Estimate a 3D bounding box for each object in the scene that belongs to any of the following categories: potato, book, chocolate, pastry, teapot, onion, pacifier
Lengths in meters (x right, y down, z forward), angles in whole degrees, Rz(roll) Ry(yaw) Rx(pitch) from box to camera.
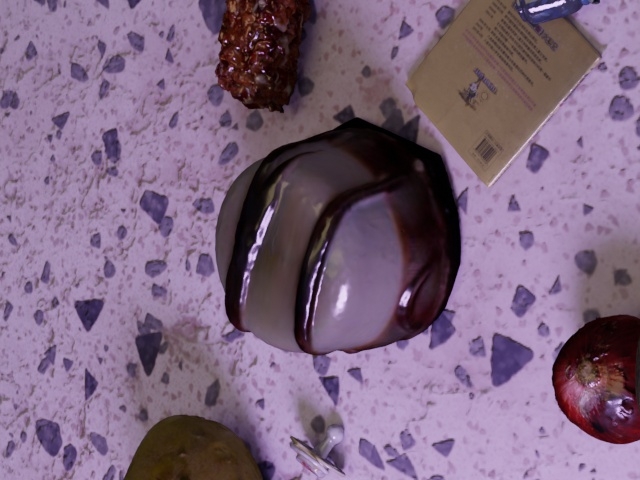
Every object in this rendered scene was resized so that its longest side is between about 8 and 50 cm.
[{"bbox_3d":[-0.149,0.365,1.630,0.210,0.173,0.307,-11,74,3],"label":"potato"},{"bbox_3d":[0.194,-0.183,1.459,0.192,0.013,0.168,-51,61,27],"label":"book"},{"bbox_3d":[0.000,0.000,1.509,0.283,0.186,0.284,-1,89,39],"label":"chocolate"},{"bbox_3d":[-0.068,-0.261,1.621,0.115,0.097,0.209,11,98,33],"label":"pastry"},{"bbox_3d":[0.248,-0.258,1.391,0.083,0.063,0.049,-12,112,21],"label":"teapot"},{"bbox_3d":[0.292,0.136,1.314,0.131,0.131,0.131,0,90,40],"label":"onion"},{"bbox_3d":[0.002,0.245,1.593,0.083,0.068,0.064,32,83,36],"label":"pacifier"}]

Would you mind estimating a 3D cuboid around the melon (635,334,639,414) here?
[{"bbox_3d":[0.399,0.090,1.145,0.237,0.237,0.302,26,106,36],"label":"melon"}]
